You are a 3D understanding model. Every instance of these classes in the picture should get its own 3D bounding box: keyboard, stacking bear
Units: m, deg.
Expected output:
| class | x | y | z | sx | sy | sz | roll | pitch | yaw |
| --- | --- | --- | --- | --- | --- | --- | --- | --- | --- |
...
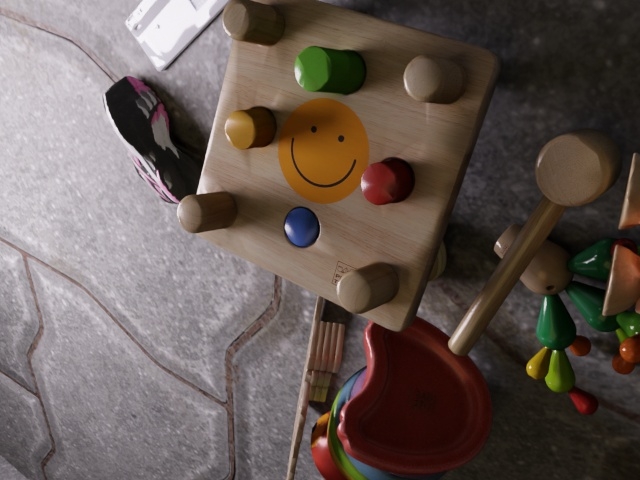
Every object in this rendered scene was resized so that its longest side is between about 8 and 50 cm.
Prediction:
| class | x | y | z | sx | sy | sz | roll | pitch | yaw |
| --- | --- | --- | --- | --- | --- | --- | --- | --- | --- |
| keyboard | -0.136 | -0.269 | 0.789 | 0.072 | 0.014 | 0.256 | 51 | 139 | -12 |
| stacking bear | 0.072 | 0.232 | 0.891 | 0.164 | 0.175 | 0.289 | 23 | 147 | -5 |

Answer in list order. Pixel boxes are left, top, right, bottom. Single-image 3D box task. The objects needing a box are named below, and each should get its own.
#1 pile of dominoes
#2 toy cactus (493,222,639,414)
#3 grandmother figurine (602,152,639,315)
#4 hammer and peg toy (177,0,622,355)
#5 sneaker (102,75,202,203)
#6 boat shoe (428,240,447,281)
| class | x | y | z | sx | sy | sz | roll | pitch | yaw |
| --- | --- | --- | --- | --- | --- | --- | --- | --- | --- |
| pile of dominoes | -0.009 | 0.213 | 0.932 | 0.040 | 0.196 | 0.251 | 9 | 132 | 0 |
| toy cactus | 0.233 | 0.058 | 0.672 | 0.180 | 0.112 | 0.219 | 41 | 147 | 23 |
| grandmother figurine | 0.377 | 0.040 | 0.492 | 0.342 | 0.104 | 0.208 | 10 | 102 | 21 |
| hammer and peg toy | 0.049 | -0.053 | 0.646 | 0.361 | 0.127 | 0.266 | 25 | 109 | 24 |
| sneaker | -0.224 | -0.117 | 0.936 | 0.077 | 0.072 | 0.178 | -16 | 104 | 57 |
| boat shoe | 0.000 | 0.000 | 0.817 | 0.285 | 0.089 | 0.105 | 14 | 128 | 31 |
